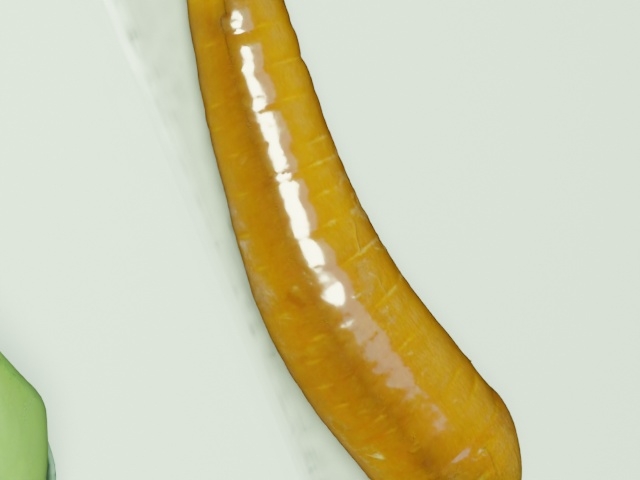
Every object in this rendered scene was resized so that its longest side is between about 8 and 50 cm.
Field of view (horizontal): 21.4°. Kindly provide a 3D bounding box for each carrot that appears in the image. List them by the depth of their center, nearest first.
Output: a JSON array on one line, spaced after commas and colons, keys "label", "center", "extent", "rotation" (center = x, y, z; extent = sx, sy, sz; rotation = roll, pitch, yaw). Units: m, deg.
[{"label": "carrot", "center": [0.000, 0.000, 0.619], "extent": [0.066, 0.062, 0.271], "rotation": [-27, 102, 13]}]

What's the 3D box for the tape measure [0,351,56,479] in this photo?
[{"label": "tape measure", "center": [-0.168, 0.059, 0.527], "extent": [0.154, 0.087, 0.177], "rotation": [-47, 112, -27]}]
